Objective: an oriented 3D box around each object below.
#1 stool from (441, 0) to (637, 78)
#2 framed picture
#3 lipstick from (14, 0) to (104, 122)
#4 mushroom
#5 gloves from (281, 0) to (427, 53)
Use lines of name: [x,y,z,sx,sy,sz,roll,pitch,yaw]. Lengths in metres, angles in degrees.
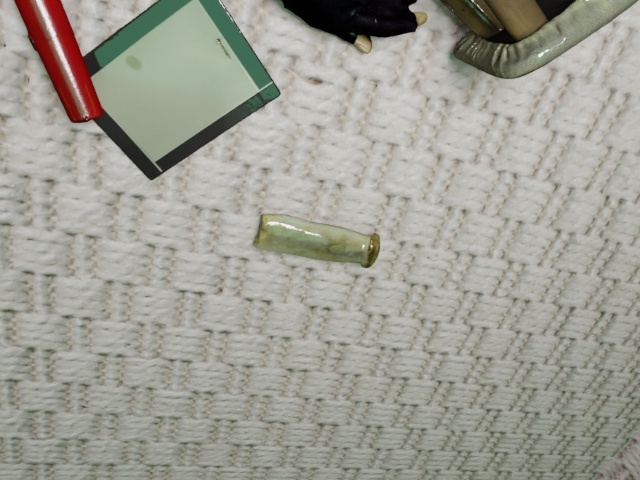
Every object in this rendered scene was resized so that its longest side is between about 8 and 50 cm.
stool: [0.351,-0.460,0.752,0.310,0.310,0.226,-36,117,11]
framed picture: [-0.290,-0.304,0.895,0.347,0.016,0.265,-31,122,10]
lipstick: [-0.462,-0.346,0.790,0.073,0.073,0.279,-13,118,-3]
mushroom: [0.000,0.000,1.109,0.313,0.081,0.099,11,116,-12]
gloves: [0.059,-0.441,0.812,0.301,0.152,0.197,-3,148,-25]
